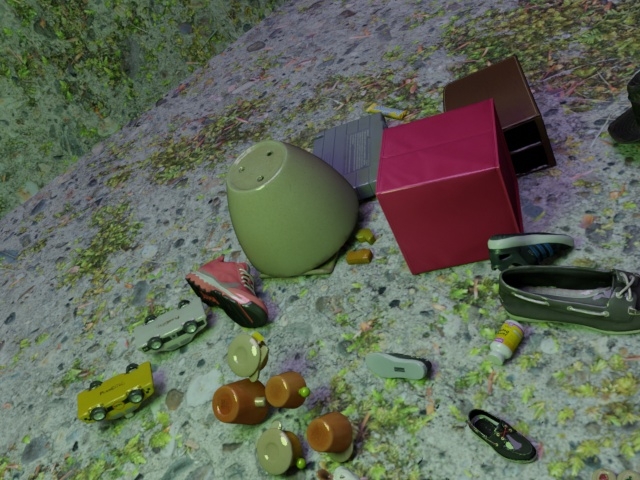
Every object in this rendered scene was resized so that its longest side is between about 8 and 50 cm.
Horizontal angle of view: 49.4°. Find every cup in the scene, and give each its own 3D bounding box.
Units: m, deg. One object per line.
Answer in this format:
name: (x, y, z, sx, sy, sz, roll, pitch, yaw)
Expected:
cup: (-0.100, -0.110, 1.731, 0.330, 0.237, 0.331, -17, 47, 19)

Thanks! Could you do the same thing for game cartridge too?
game cartridge: (0.084, -0.225, 1.970, 0.230, 0.068, 0.355, -13, 38, 15)

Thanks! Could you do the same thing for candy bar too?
candy bar: (0.204, -0.394, 2.125, 0.040, 0.018, 0.161, -43, 37, -17)

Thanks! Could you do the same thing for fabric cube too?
fabric cube: (0.290, -0.117, 1.540, 0.258, 0.254, 0.259, -14, 39, 21)

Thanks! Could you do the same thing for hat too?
hat: (0.776, -0.337, 1.508, 0.331, 0.134, 0.331, -24, 18, 8)

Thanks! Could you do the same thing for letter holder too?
letter holder: (0.433, -0.294, 1.742, 0.214, 0.152, 0.302, -19, 37, 17)

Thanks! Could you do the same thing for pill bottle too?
pill bottle: (0.348, 0.193, 1.311, 0.043, 0.043, 0.083, 13, 54, 43)

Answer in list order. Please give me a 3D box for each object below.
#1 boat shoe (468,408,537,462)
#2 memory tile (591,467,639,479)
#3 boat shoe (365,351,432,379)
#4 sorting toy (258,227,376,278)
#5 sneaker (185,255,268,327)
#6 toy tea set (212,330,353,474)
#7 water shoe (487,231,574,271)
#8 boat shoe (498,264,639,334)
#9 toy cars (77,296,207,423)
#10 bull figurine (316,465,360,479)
boat shoe: (0.305, 0.331, 1.181, 0.049, 0.042, 0.133, -42, 39, -20)
memory tile: (0.475, 0.389, 1.020, 0.147, 0.012, 0.113, -6, 43, 28)
boat shoe: (0.155, 0.247, 1.384, 0.142, 0.049, 0.040, 4, 15, 40)
sorting toy: (0.000, 0.000, 1.777, 0.307, 0.041, 0.229, -6, 43, 29)
sneaker: (-0.215, 0.108, 1.734, 0.136, 0.116, 0.313, -44, 38, -21)
toy tea set: (-0.070, 0.336, 1.376, 0.336, 0.124, 0.200, 37, 106, 33)
water shoe: (0.424, 0.026, 1.414, 0.203, 0.080, 0.073, -2, 5, -22)
boat shoe: (0.490, 0.099, 1.281, 0.334, 0.096, 0.112, -2, 45, 33)
toy cars: (-0.412, 0.296, 1.678, 0.176, 0.087, 0.394, 9, 48, 34)
bull figurine: (-0.057, 0.495, 1.181, 0.310, 0.101, 0.189, -17, 40, 16)
